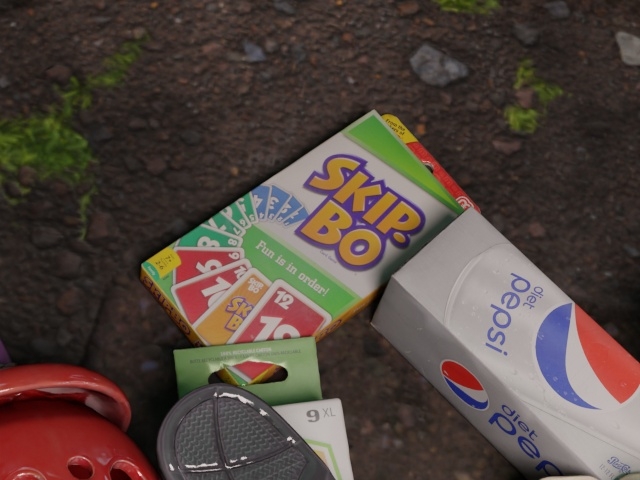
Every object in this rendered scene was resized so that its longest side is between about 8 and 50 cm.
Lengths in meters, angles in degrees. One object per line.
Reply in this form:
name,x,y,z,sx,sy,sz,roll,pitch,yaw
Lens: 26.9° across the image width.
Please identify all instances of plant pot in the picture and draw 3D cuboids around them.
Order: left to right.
plant pot,-0.184,0.187,0.839,0.191,0.191,0.174,-16,59,-16

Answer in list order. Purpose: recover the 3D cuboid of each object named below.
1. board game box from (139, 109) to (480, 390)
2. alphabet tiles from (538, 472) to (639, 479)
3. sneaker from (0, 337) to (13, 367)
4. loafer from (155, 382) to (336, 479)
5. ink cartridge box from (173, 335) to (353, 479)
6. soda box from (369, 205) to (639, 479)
board game box,0.000,0.000,1.041,0.259,0.039,0.124,-35,76,-25
alphabet tiles,0.228,0.284,0.845,0.284,0.021,0.278,-2,68,0
sneaker,-0.358,0.107,0.902,0.282,0.102,0.161,-21,65,-29
loafer,0.005,0.221,0.832,0.109,0.095,0.302,-36,84,-21
ink cartridge box,-0.035,0.167,0.918,0.109,0.062,0.209,-6,75,-11
soda box,0.172,0.114,0.976,0.091,0.098,0.286,-40,76,-24
